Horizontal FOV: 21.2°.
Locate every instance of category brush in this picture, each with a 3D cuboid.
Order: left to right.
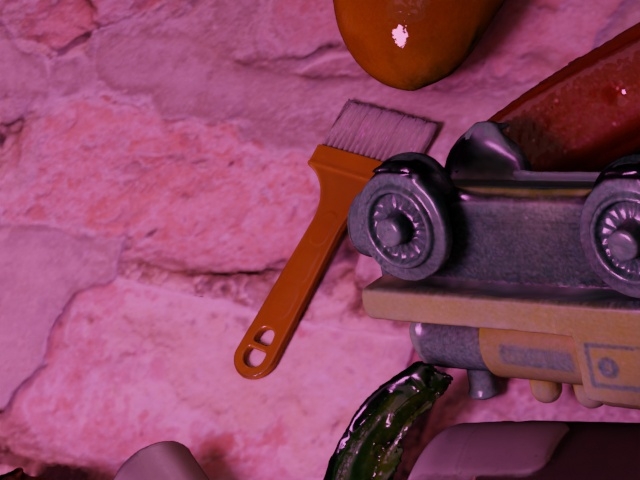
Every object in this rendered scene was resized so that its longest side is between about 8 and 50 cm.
[{"bbox_3d":[0.000,0.000,1.464,0.103,0.013,0.272,19,72,34],"label":"brush"}]

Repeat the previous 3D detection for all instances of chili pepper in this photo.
[{"bbox_3d":[0.053,0.230,1.255,0.122,0.065,0.279,-41,42,44],"label":"chili pepper"}]

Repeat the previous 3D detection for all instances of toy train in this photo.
[{"bbox_3d":[0.182,0.037,1.230,0.369,0.237,0.150,3,24,41],"label":"toy train"}]

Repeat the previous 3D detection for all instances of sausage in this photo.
[{"bbox_3d":[0.257,-0.124,1.357,0.330,0.102,0.102,-31,52,7],"label":"sausage"}]

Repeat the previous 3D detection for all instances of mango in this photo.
[{"bbox_3d":[0.092,-0.257,1.494,0.175,0.139,0.254,23,80,42],"label":"mango"}]

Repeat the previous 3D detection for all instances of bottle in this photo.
[{"bbox_3d":[-0.086,0.247,1.321,0.072,0.072,0.201,-40,52,0],"label":"bottle"}]

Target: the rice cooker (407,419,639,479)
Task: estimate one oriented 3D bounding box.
[{"bbox_3d":[0.191,0.266,1.025,0.325,0.335,0.335,-4,60,25],"label":"rice cooker"}]

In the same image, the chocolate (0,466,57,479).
[{"bbox_3d":[-0.211,0.251,1.350,0.133,0.127,0.124,37,72,22],"label":"chocolate"}]
